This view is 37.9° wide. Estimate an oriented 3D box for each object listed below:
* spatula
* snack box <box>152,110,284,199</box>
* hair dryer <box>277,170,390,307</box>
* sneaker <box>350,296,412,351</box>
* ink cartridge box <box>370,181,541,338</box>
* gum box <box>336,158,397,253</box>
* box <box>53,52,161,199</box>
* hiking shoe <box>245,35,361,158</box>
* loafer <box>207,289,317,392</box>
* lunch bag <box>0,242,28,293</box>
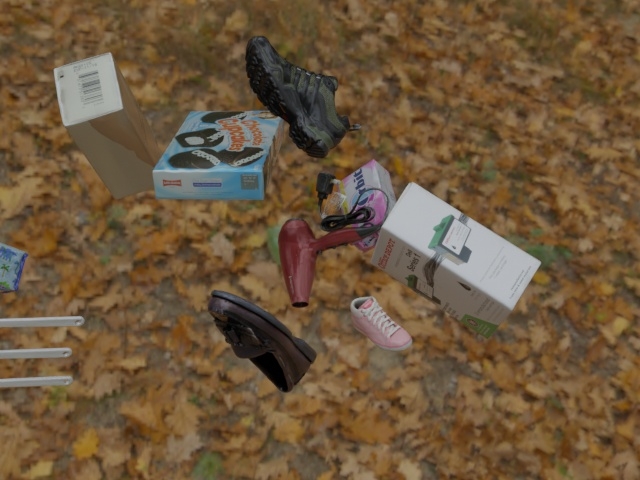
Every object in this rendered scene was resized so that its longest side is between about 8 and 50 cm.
[{"bbox_3d":[-0.482,0.171,1.406,0.242,0.168,0.019,2,31,-30],"label":"spatula"},{"bbox_3d":[-0.175,-0.161,1.694,0.187,0.060,0.322,0,26,4],"label":"snack box"},{"bbox_3d":[0.000,0.000,1.909,0.080,0.293,0.223,24,3,-41],"label":"hair dryer"},{"bbox_3d":[0.102,0.144,1.653,0.051,0.070,0.134,-37,42,-26],"label":"sneaker"},{"bbox_3d":[0.191,0.032,1.373,0.219,0.160,0.092,32,70,9],"label":"ink cartridge box"},{"bbox_3d":[0.106,-0.070,2.018,0.062,0.107,0.188,36,32,-40],"label":"gum box"},{"bbox_3d":[-0.425,-0.226,1.910,0.121,0.311,0.148,-17,66,-1],"label":"box"},{"bbox_3d":[-0.033,-0.250,1.544,0.114,0.086,0.227,-38,98,-25],"label":"hiking shoe"},{"bbox_3d":[-0.106,0.186,1.653,0.109,0.302,0.095,14,71,36],"label":"loafer"},{"bbox_3d":[-0.630,0.041,1.705,0.129,0.151,0.096,28,63,-37],"label":"lunch bag"}]
